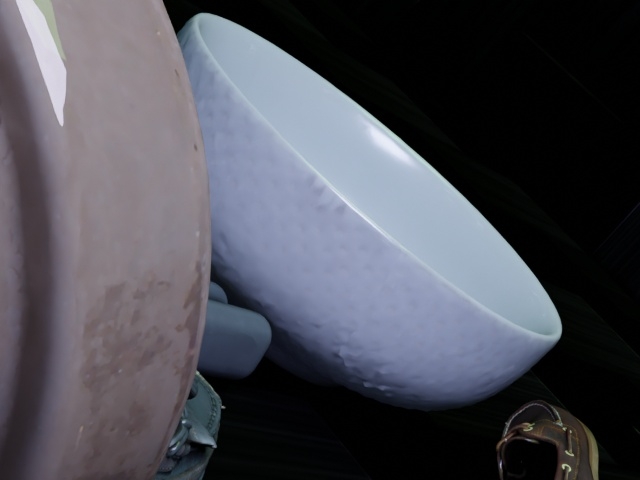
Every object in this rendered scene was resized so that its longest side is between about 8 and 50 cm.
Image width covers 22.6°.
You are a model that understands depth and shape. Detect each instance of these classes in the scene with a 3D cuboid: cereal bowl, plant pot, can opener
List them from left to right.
[{"bbox_3d":[-0.195,0.004,0.389,0.263,0.263,0.229,45,31,17],"label":"plant pot"},{"bbox_3d":[-0.103,0.021,0.852,0.074,0.093,0.280,35,1,26],"label":"can opener"},{"bbox_3d":[0.000,0.000,1.127,0.339,0.141,0.339,39,12,-10],"label":"cereal bowl"}]

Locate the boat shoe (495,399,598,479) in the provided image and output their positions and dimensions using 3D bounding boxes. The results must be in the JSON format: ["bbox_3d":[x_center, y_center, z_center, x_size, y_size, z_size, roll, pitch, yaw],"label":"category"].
[{"bbox_3d":[0.167,0.170,1.199,0.073,0.073,0.207,40,12,-16],"label":"boat shoe"}]

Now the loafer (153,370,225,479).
[{"bbox_3d":[-0.098,0.073,0.718,0.096,0.084,0.267,45,13,16],"label":"loafer"}]
